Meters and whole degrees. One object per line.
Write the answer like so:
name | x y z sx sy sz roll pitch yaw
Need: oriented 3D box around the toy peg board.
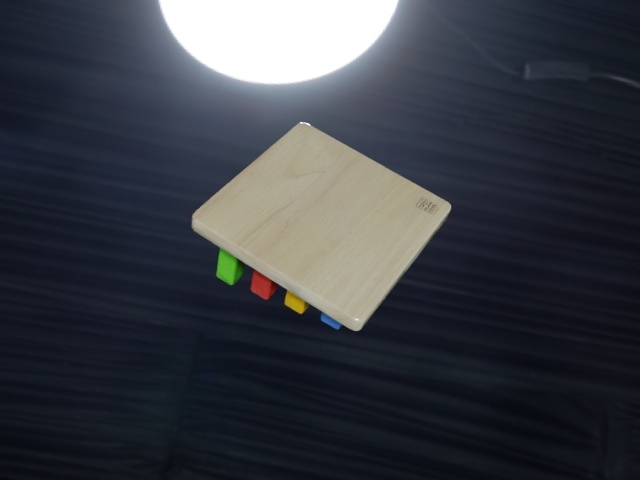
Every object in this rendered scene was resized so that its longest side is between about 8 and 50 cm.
toy peg board | 0.000 0.000 0.648 0.161 0.160 0.079 -47 -19 -38
